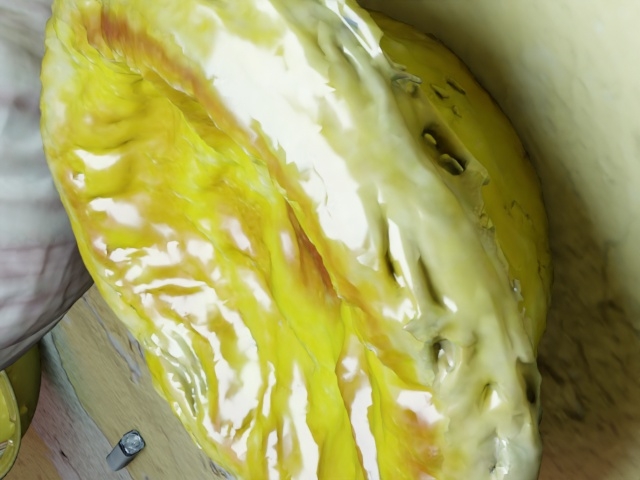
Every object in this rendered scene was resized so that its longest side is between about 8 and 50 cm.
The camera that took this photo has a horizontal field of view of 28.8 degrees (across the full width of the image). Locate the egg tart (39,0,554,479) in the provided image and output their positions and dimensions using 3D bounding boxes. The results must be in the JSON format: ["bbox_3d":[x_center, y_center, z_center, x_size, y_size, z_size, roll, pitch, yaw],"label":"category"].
[{"bbox_3d":[0.000,0.000,0.489,0.295,0.116,0.295,44,150,33],"label":"egg tart"}]

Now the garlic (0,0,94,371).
[{"bbox_3d":[-0.225,-0.051,0.666,0.317,0.259,0.317,-6,83,61],"label":"garlic"}]

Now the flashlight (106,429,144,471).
[{"bbox_3d":[-0.171,0.185,1.092,0.018,0.018,0.083,56,154,8],"label":"flashlight"}]

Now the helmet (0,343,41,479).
[{"bbox_3d":[-0.346,0.095,1.165,0.205,0.140,0.257,-15,108,27],"label":"helmet"}]
